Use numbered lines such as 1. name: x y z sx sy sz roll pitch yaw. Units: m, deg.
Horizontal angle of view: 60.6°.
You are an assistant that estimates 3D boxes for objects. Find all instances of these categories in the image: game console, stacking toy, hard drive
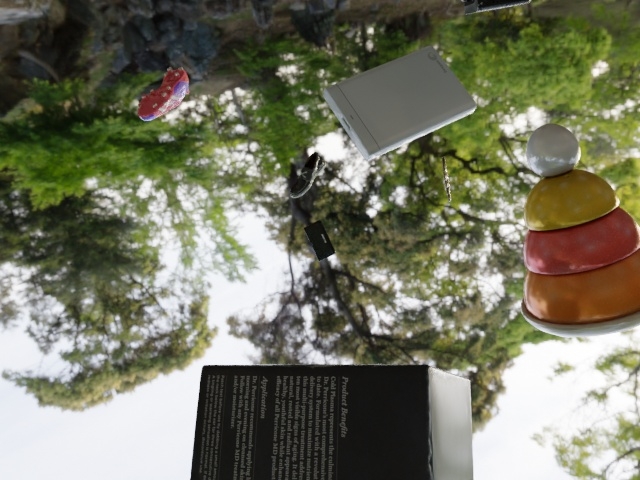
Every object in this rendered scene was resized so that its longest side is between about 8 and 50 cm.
1. game console: 0.000 0.000 1.808 0.107 0.122 0.071 -27 179 34
2. stacking toy: 0.601 -0.045 1.296 0.351 0.479 0.350 -20 -167 5
3. hard drive: 0.218 -0.382 1.493 0.353 0.233 0.047 -26 163 -17

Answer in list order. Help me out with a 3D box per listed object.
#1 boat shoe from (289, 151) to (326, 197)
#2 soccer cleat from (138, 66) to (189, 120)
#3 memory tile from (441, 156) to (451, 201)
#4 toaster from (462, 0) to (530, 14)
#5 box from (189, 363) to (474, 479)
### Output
1. boat shoe: -0.068 -0.287 2.397 0.084 0.079 0.233 20 -114 36
2. soccer cleat: -0.437 -0.402 1.561 0.083 0.095 0.248 1 -134 15
3. memory tile: 0.460 -0.224 1.996 0.012 0.148 0.113 -8 -131 16
4. toaster: 0.448 -0.675 1.384 0.186 0.167 0.110 -13 -162 -8
5. box: 0.056 0.427 1.179 0.472 0.297 0.480 -4 163 22
